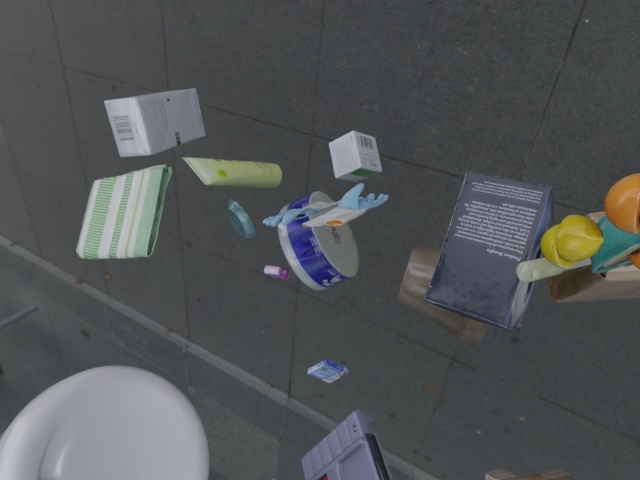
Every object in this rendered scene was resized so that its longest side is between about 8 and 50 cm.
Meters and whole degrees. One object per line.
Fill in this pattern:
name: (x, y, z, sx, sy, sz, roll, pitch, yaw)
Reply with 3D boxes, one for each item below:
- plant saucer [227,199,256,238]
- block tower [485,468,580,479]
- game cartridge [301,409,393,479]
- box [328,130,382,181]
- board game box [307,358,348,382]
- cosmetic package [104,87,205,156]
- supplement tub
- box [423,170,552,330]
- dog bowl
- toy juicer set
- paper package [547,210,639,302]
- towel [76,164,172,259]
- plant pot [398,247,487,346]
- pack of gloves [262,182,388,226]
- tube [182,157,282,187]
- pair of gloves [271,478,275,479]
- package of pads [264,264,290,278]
plant saucer: (-0.214, -0.051, 1.130, 0.119, 0.021, 0.119, 43, 154, 28)
block tower: (0.276, 0.288, 0.315, 0.335, 0.097, 0.091, 178, 96, -67)
game cartridge: (0.068, 0.545, 0.807, 0.230, 0.068, 0.355, -49, 39, 26)
box: (0.091, -0.218, 1.118, 0.087, 0.101, 0.102, -17, 79, 40)
board game box: (0.023, 0.401, 1.305, 0.090, 0.020, 0.090, 31, 131, -27)
cosmetic package: (-0.352, -0.265, 0.940, 0.085, 0.231, 0.118, 1, 115, 17)
supplement tub: (-0.320, 0.326, 0.556, 0.324, 0.235, 0.235, -38, 91, 35)
box: (0.399, 0.043, 0.975, 0.182, 0.296, 0.294, 18, 87, 32)
dog bowl: (0.000, 0.000, 1.199, 0.104, 0.265, 0.265, -24, 100, 24)
toy juicer set: (0.359, 0.011, 0.513, 0.329, 0.209, 0.090, 90, 161, -65)
paper package: (0.765, 0.040, 1.026, 0.324, 0.309, 0.168, -5, 73, 8)
towel: (-0.530, -0.068, 1.137, 0.324, 0.038, 0.248, -4, 71, 32)
plant pot: (0.423, 0.152, 1.433, 0.280, 0.323, 0.324, 18, 122, 15)
pack of gloves: (0.011, -0.074, 0.825, 0.194, 0.232, 0.046, 0, 106, 32)
tube: (-0.186, -0.151, 0.963, 0.070, 0.240, 0.062, 1, 95, 38)
pair of gloves: (-0.034, 0.471, 0.553, 0.042, 0.240, 0.204, -22, 119, 12)
package of pads: (-0.145, 0.105, 1.416, 0.083, 0.050, 0.032, 2, 72, 47)
